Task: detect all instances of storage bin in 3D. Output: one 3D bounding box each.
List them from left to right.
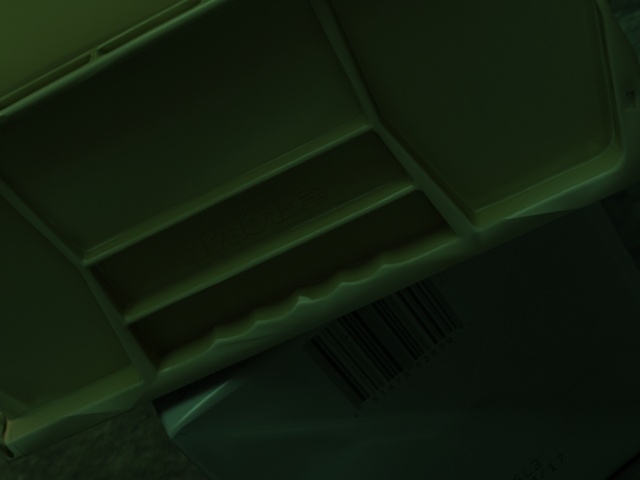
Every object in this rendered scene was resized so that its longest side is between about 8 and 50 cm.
[{"bbox_3d":[-0.034,-0.096,0.467,0.260,0.123,0.262,-24,38,14],"label":"storage bin"}]

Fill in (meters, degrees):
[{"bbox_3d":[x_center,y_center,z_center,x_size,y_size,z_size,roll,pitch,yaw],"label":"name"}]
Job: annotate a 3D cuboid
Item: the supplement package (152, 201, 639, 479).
[{"bbox_3d":[0.000,0.000,0.585,0.177,0.175,0.293,-39,36,-1],"label":"supplement package"}]
